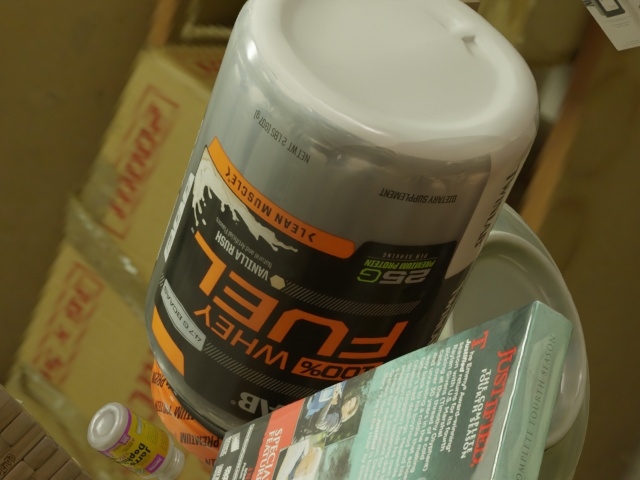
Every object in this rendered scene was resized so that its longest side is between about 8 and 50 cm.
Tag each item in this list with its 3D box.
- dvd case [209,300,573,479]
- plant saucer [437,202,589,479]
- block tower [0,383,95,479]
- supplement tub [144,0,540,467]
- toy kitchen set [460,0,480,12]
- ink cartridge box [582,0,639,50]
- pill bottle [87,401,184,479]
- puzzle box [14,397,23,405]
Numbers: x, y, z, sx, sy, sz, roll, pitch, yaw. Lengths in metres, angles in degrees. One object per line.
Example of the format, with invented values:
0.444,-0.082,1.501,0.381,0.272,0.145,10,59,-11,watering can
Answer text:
0.002,0.067,0.379,0.013,0.119,0.087,32,-125,-21,dvd case
0.155,0.104,1.707,0.400,0.100,0.401,19,-116,-43,plant saucer
-0.303,0.163,1.552,0.097,0.091,0.335,-46,-58,-9,block tower
0.000,0.000,0.687,0.117,0.117,0.190,-24,-33,-41,supplement tub
0.056,-0.155,1.301,0.083,0.068,0.075,-9,-54,-42,toy kitchen set
0.158,-0.150,0.963,0.083,0.028,0.048,49,-126,-29,ink cartridge box
-0.152,0.171,1.490,0.083,0.043,0.043,38,-96,-36,pill bottle
-0.501,0.167,1.727,0.409,0.272,0.052,-13,-60,-70,puzzle box
